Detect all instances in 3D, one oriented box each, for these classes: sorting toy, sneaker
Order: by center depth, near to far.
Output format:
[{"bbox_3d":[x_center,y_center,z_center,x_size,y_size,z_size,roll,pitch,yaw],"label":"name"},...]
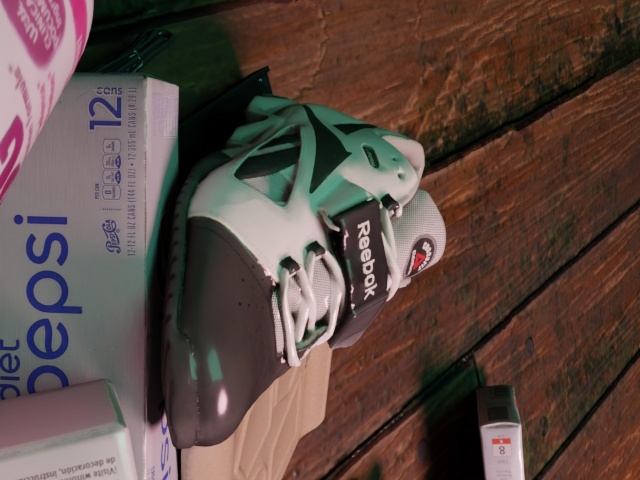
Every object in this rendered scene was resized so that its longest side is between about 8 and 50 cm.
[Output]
[{"bbox_3d":[0.000,0.000,0.621,0.330,0.146,0.122,-71,166,-57],"label":"sneaker"},{"bbox_3d":[-0.045,0.128,0.717,0.208,0.038,0.193,-56,157,-49],"label":"sorting toy"}]

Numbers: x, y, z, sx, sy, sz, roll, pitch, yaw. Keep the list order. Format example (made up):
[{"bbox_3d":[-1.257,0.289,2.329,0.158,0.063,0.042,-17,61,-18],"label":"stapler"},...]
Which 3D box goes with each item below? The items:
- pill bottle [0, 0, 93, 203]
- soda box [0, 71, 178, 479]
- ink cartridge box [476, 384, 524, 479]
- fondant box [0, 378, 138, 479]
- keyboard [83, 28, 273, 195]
[{"bbox_3d":[-0.196,-0.019,0.345,0.160,0.160,0.283,53,38,-37],"label":"pill bottle"},{"bbox_3d":[-0.130,0.056,0.557,0.091,0.098,0.286,-63,154,-83],"label":"soda box"},{"bbox_3d":[0.183,0.246,1.021,0.145,0.045,0.179,-40,121,-80],"label":"ink cartridge box"},{"bbox_3d":[-0.177,0.250,0.457,0.238,0.096,0.330,-11,97,-15],"label":"fondant box"},{"bbox_3d":[-0.125,-0.037,0.690,0.317,0.033,0.201,-45,129,-45],"label":"keyboard"}]
